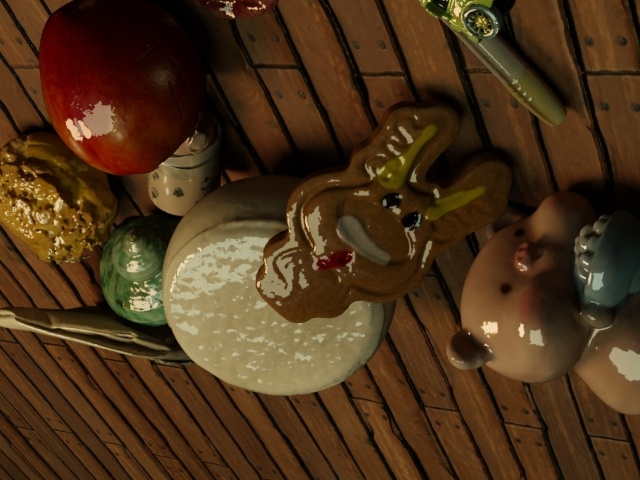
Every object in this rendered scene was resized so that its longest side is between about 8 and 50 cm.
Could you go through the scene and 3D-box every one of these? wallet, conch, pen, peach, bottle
[{"bbox_3d":[-0.304,0.137,1.814,0.275,0.068,0.335,7,178,19],"label":"wallet"},{"bbox_3d":[-0.237,0.036,1.692,0.176,0.122,0.188,60,143,21],"label":"conch"},{"bbox_3d":[0.155,-0.191,1.180,0.233,0.032,0.040,42,168,-19],"label":"pen"},{"bbox_3d":[-0.218,-0.179,1.329,0.197,0.197,0.197,19,147,13],"label":"peach"},{"bbox_3d":[-0.164,-0.110,1.469,0.099,0.099,0.152,19,142,12],"label":"bottle"}]

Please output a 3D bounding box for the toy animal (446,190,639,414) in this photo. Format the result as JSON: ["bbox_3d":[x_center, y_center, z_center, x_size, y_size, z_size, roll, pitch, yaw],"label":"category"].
[{"bbox_3d":[0.281,0.070,1.311,0.229,0.210,0.221,-20,130,41],"label":"toy animal"}]

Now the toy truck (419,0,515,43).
[{"bbox_3d":[0.133,-0.268,1.037,0.116,0.085,0.191,31,145,12],"label":"toy truck"}]

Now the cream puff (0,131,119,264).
[{"bbox_3d":[-0.365,-0.050,1.658,0.189,0.129,0.189,22,148,15],"label":"cream puff"}]

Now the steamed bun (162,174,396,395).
[{"bbox_3d":[-0.046,0.041,1.487,0.283,0.177,0.283,4,124,6],"label":"steamed bun"}]

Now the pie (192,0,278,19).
[{"bbox_3d":[-0.106,-0.284,1.231,0.153,0.038,0.153,19,149,12],"label":"pie"}]

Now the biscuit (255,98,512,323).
[{"bbox_3d":[0.059,-0.017,1.323,0.295,0.044,0.186,-43,110,15],"label":"biscuit"}]
